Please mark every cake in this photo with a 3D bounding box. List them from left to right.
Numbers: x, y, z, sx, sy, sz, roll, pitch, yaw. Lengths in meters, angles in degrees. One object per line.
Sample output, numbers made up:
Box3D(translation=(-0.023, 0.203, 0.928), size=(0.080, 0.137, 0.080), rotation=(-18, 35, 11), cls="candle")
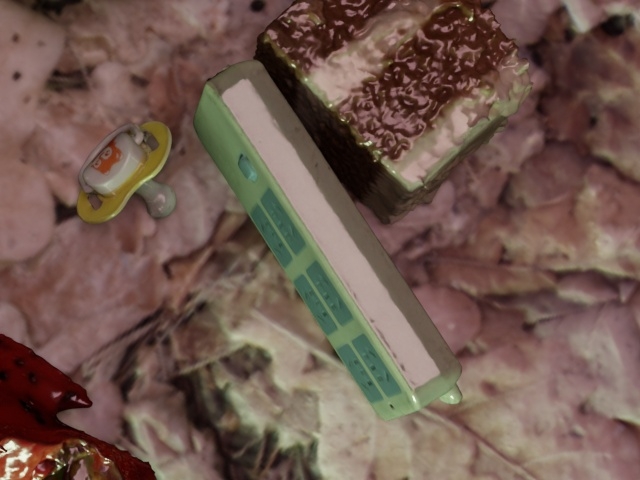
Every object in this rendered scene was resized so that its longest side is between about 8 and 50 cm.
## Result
Box3D(translation=(0.048, -0.106, 1.056), size=(0.135, 0.134, 0.147), rotation=(-41, 82, -12), cls="cake")

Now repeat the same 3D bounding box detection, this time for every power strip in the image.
Box3D(translation=(0.000, 0.000, 1.034), size=(0.046, 0.118, 0.270), rotation=(-32, 86, -11), cls="power strip")

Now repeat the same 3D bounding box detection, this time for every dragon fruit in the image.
Box3D(translation=(-0.197, 0.131, 1.017), size=(0.192, 0.122, 0.092), rotation=(25, 116, -8), cls="dragon fruit")

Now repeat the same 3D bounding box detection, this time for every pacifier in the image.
Box3D(translation=(-0.123, -0.040, 1.063), size=(0.083, 0.068, 0.064), rotation=(-46, 124, 3), cls="pacifier")
